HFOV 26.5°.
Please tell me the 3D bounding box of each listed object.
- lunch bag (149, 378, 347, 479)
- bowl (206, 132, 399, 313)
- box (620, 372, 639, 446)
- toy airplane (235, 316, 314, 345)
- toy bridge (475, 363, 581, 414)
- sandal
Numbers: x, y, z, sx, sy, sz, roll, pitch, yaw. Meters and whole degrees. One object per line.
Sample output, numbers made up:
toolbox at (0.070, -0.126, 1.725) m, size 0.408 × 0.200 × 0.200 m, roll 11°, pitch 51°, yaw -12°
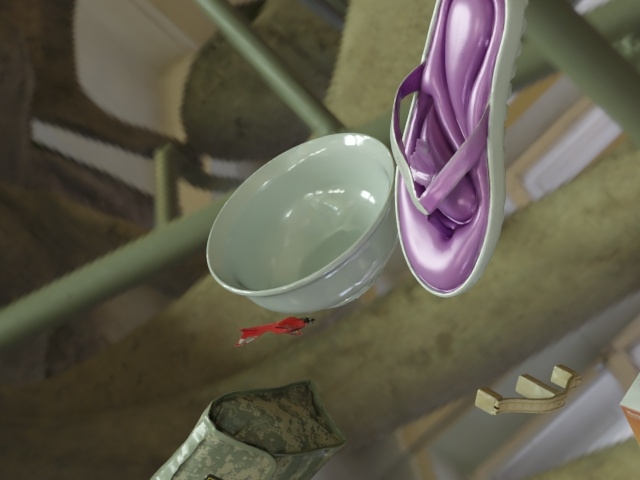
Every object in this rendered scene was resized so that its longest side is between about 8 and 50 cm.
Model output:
lunch bag at (-0.139, 0.376, 2.364) m, size 0.287 × 0.235 × 0.169 m, roll -2°, pitch -128°, yaw -44°
bowl at (0.000, 0.000, 1.882) m, size 0.134 × 0.298 × 0.298 m, roll 55°, pitch -175°, yaw -35°
box at (0.500, 0.252, 1.838) m, size 0.130 × 0.091 × 0.170 m, roll 19°, pitch 154°, yaw 42°
toy airplane at (-0.082, 0.158, 2.427) m, size 0.151 × 0.151 × 0.028 m, roll 15°, pitch -120°, yaw -65°
toy bridge at (0.280, 0.195, 1.744) m, size 0.188 × 0.026 × 0.063 m, roll -9°, pitch -153°, yaw -45°
sandal at (0.142, -0.135, 1.635) m, size 0.102 × 0.416 × 0.169 m, roll -6°, pitch -162°, yaw -41°
